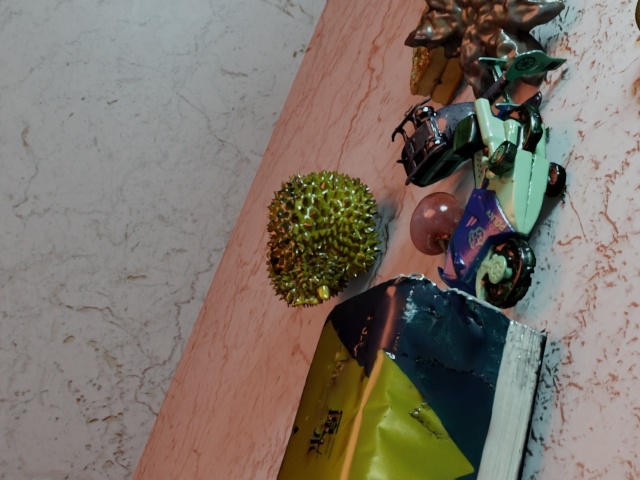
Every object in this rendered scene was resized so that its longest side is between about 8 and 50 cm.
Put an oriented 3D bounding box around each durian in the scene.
[{"bbox_3d":[-0.005,-0.002,1.888,0.258,0.258,0.293,-178,99,-72],"label":"durian"}]

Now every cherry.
[{"bbox_3d":[0.192,-0.029,1.552,0.106,0.087,0.126,-59,21,13],"label":"cherry"}]

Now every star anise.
[{"bbox_3d":[0.262,-0.367,1.550,0.108,0.315,0.315,-17,-32,-51],"label":"star anise"}]

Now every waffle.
[{"bbox_3d":[0.261,-0.438,1.765,0.308,0.091,0.213,115,167,-49],"label":"waffle"}]

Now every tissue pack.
[{"bbox_3d":[0.100,0.279,1.164,0.264,0.253,0.416,-28,41,65],"label":"tissue pack"}]

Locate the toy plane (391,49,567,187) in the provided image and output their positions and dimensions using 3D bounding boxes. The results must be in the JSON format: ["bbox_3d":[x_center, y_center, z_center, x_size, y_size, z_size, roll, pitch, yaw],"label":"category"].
[{"bbox_3d":[0.237,-0.189,1.520,0.382,0.155,0.106,-52,47,50],"label":"toy plane"}]

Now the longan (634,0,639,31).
[{"bbox_3d":[0.439,-0.287,1.174,0.083,0.075,0.075,41,114,28],"label":"longan"}]

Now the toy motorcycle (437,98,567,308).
[{"bbox_3d":[0.253,-0.043,1.340,0.196,0.125,0.331,-38,37,57],"label":"toy motorcycle"}]
